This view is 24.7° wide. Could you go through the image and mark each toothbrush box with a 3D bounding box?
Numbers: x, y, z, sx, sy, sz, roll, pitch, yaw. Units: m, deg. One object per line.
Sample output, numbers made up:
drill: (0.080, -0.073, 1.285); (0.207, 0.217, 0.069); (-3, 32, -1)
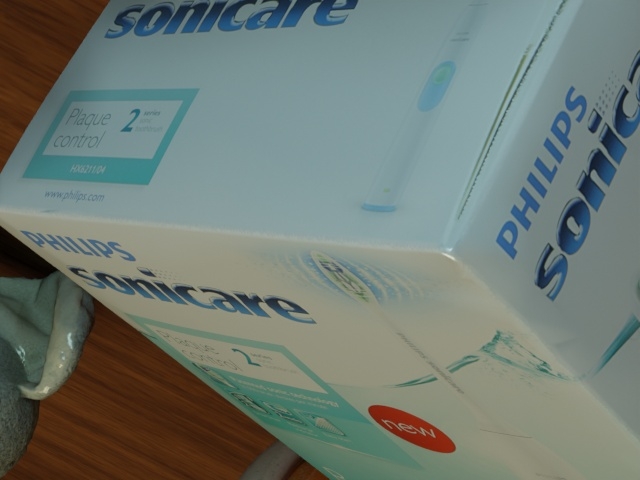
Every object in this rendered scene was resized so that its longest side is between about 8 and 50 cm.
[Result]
toothbrush box: (0.068, 0.025, 0.514); (0.216, 0.126, 0.295); (6, 150, 46)

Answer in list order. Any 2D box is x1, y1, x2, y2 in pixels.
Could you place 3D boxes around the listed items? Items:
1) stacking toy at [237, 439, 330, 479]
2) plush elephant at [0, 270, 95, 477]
stacking toy: (0.186, 0.279, 0.859); (0.480, 0.350, 0.350); (-4, 148, 24)
plush elephant: (-0.303, 0.090, 0.965); (0.255, 0.272, 0.330); (30, -166, 32)
